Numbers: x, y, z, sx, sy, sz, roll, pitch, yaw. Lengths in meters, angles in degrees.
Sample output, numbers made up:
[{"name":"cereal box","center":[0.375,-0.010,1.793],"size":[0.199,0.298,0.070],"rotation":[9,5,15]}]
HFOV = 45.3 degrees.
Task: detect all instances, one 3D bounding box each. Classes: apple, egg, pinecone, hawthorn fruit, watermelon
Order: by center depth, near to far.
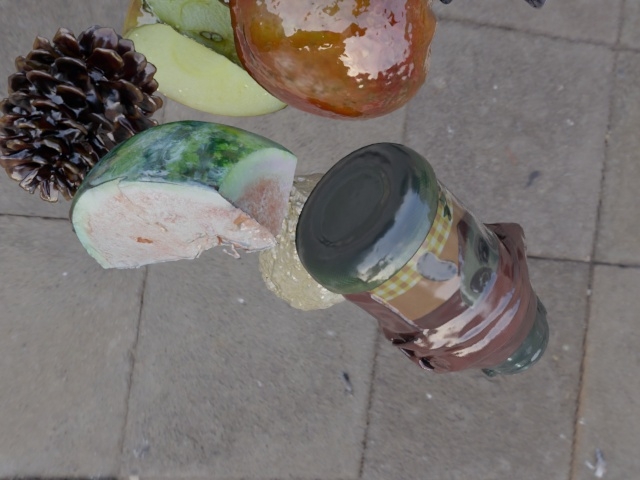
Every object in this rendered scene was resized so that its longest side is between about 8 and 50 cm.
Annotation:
[{"name":"watermelon","center":[-0.190,-0.052,0.956],"size":[0.224,0.305,0.180],"rotation":[-20,98,-54]},{"name":"pinecone","center":[-0.377,-0.184,1.190],"size":[0.246,0.246,0.292],"rotation":[22,54,-13]},{"name":"hawthorn fruit","center":[0.007,-0.404,1.322],"size":[0.402,0.403,0.403],"rotation":[0,90,-14]},{"name":"apple","center":[-0.213,-0.374,1.483],"size":[0.346,0.179,0.254],"rotation":[24,102,-25]},{"name":"egg","center":[0.000,0.000,1.547],"size":[0.279,0.279,0.310],"rotation":[-15,134,-14]}]

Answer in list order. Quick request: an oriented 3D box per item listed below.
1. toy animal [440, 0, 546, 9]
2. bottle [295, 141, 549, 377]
[{"name":"toy animal","center":[0.082,-0.290,0.477],"size":[0.185,0.122,0.299],"rotation":[-8,105,6]},{"name":"bottle","center":[0.110,0.030,0.680],"size":[0.156,0.143,0.271],"rotation":[-49,128,7]}]
